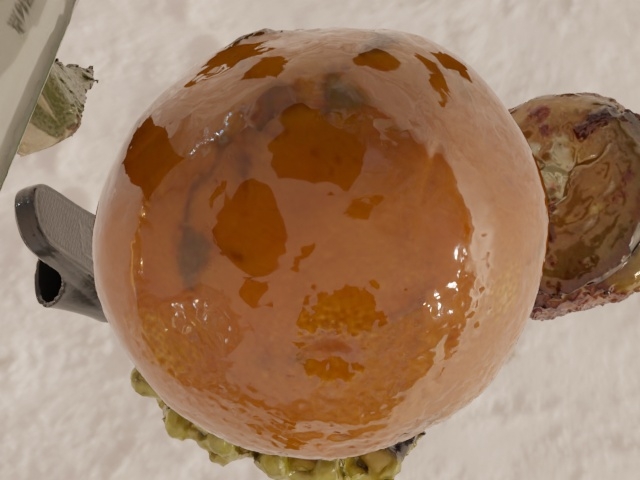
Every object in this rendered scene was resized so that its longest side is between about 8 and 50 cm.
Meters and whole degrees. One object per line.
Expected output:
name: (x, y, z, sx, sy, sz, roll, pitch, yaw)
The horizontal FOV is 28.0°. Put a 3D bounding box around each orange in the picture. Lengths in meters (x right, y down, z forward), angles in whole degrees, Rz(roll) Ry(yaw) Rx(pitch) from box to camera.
orange: (0.000, 0.000, 0.878, 0.312, 0.312, 0.312, 2, 104, 10)

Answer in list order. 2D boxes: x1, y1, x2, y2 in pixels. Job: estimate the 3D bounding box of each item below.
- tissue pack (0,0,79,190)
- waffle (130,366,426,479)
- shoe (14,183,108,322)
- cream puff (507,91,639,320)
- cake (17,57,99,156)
tissue pack: (-0.256, -0.036, 0.419, 0.194, 0.356, 0.266, -23, 128, 29)
waffle: (-0.026, 0.155, 1.185, 0.307, 0.312, 0.060, 13, 103, -22)
shoe: (-0.290, 0.022, 1.438, 0.093, 0.241, 0.108, -20, 59, 13)
cream puff: (0.248, -0.030, 1.286, 0.240, 0.164, 0.240, -15, 58, 25)
cake: (-0.178, -0.099, 0.825, 0.051, 0.140, 0.055, -32, 108, 6)
